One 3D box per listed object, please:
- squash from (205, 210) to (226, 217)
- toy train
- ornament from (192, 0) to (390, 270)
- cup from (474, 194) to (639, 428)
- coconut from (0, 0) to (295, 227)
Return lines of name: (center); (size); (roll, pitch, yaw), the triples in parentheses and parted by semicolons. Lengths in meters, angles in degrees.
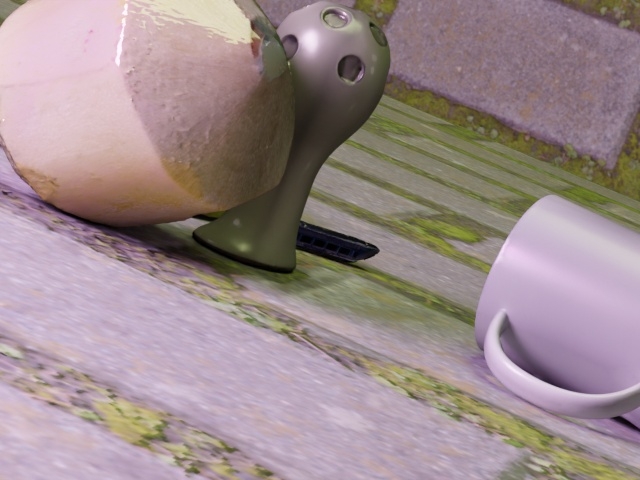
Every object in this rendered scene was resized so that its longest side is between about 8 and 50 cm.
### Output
squash: (-0.141, -0.078, 1.287); (0.252, 0.049, 0.252); (22, 8, -3)
toy train: (0.000, 0.000, 1.254); (0.083, 0.017, 0.017); (17, 11, -26)
ornament: (-0.016, -0.064, 1.135); (0.081, 0.156, 0.075); (27, 9, 32)
cup: (0.155, 0.057, 1.092); (0.133, 0.136, 0.099); (26, -25, 23)
coconut: (-0.085, -0.082, 1.052); (0.152, 0.147, 0.147); (-12, -12, 32)
